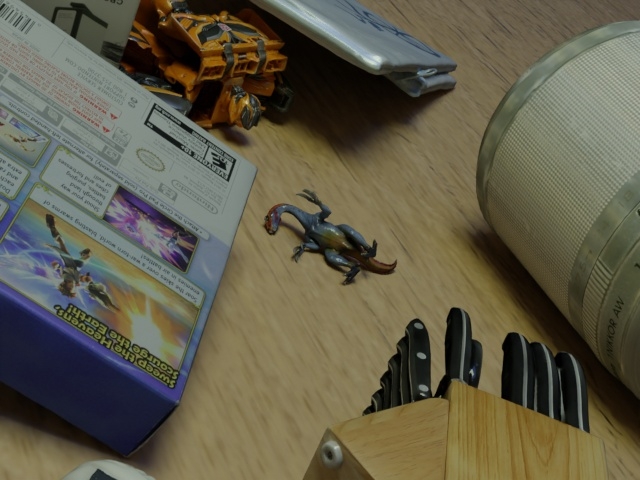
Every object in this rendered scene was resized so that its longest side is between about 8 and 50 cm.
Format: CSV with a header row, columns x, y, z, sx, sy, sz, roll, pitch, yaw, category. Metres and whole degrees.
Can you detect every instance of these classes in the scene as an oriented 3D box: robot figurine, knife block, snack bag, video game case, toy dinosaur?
x,y,z,sx,sy,sz,roll,pitch,yaw,category
-0.153,-0.190,1.049,0.291,0.085,0.211,38,31,24,robot figurine
0.112,0.153,0.674,0.242,0.088,0.276,-7,41,-41,knife block
-0.031,-0.229,1.156,0.323,0.037,0.342,33,15,8,snack bag
-0.179,-0.038,0.719,0.269,0.061,0.244,35,32,-14,video game case
0.000,0.000,0.917,0.082,0.047,0.090,34,-3,35,toy dinosaur

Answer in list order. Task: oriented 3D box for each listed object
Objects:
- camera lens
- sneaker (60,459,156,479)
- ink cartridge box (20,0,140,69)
x,y,z,sx,sy,sz,roll,pitch,yaw,category
0.263,-0.018,0.925,0.219,0.219,0.274,3,35,-31,camera lens
-0.122,0.173,0.471,0.153,0.094,0.235,16,39,-30,sneaker
-0.205,-0.164,0.853,0.148,0.203,0.086,13,33,-17,ink cartridge box
